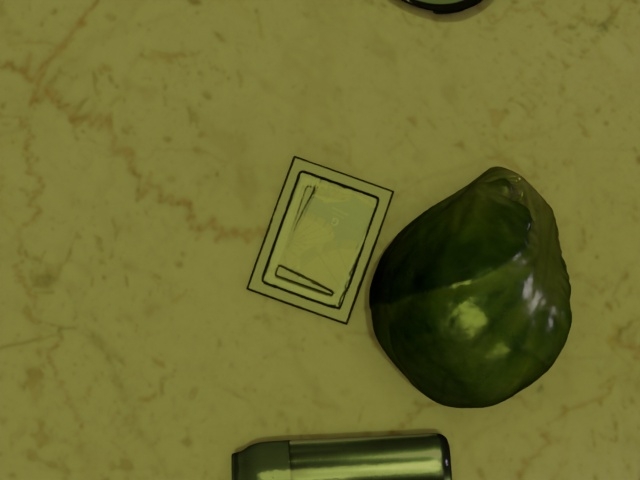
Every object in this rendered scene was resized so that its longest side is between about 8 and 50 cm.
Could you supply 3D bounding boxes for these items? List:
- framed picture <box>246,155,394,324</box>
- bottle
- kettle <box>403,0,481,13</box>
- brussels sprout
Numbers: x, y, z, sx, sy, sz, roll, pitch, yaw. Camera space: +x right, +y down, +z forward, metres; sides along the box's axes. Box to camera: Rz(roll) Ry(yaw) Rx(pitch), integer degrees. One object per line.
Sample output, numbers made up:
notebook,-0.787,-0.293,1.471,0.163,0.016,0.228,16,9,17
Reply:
framed picture,0.000,0.000,1.941,0.128,0.023,0.168,20,87,1
bottle,0.024,0.273,1.905,0.254,0.079,0.096,-3,126,-2
kettle,0.130,-0.384,1.906,0.236,0.161,0.221,33,115,-1
brussels sprout,0.175,0.053,1.850,0.210,0.219,0.271,36,68,-15
